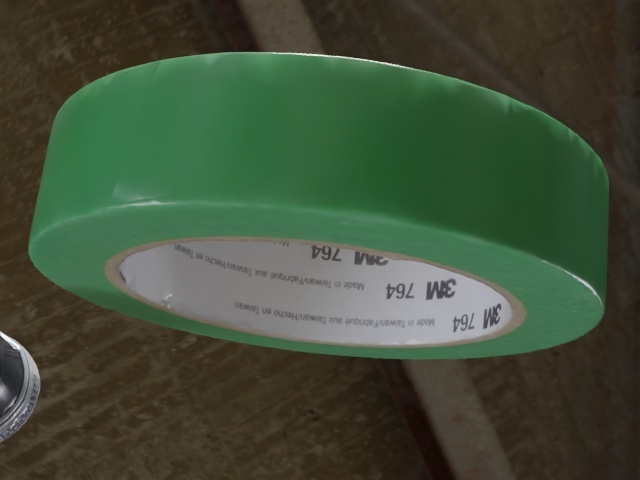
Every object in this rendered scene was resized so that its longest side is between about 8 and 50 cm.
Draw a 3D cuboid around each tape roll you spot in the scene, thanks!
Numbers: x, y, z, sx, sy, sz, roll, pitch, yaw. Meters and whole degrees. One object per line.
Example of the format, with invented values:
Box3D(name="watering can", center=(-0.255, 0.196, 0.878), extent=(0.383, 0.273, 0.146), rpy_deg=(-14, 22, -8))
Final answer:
Box3D(name="tape roll", center=(0.000, 0.000, 0.579), extent=(0.321, 0.321, 0.077), rpy_deg=(14, -108, -23))

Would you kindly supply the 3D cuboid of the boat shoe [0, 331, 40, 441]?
Box3D(name="boat shoe", center=(-0.328, 0.052, 0.626), extent=(0.301, 0.102, 0.108), rpy_deg=(16, -115, 12))
